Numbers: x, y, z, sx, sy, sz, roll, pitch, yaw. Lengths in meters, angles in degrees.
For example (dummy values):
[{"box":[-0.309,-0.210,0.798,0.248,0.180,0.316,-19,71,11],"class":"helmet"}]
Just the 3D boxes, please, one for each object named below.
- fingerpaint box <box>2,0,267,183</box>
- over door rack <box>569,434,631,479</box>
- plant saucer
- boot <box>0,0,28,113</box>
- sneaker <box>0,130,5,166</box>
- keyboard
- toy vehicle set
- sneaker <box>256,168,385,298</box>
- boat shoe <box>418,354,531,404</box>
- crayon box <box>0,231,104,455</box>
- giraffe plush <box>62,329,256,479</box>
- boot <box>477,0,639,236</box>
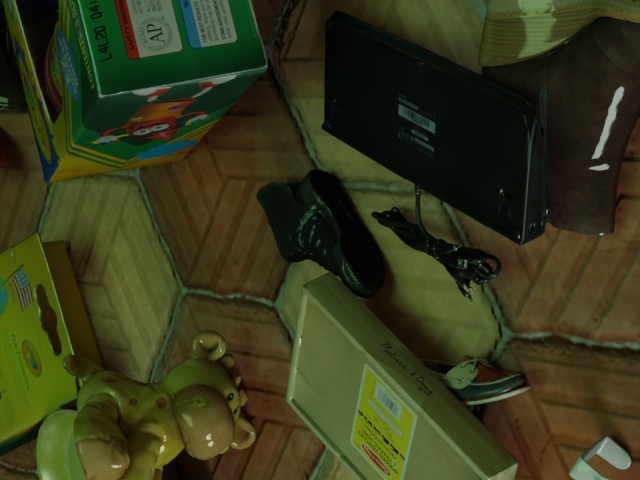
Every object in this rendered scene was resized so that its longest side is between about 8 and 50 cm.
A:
[{"box":[-0.220,-0.312,1.537,0.371,0.163,0.444,151,106,-71],"class":"fingerpaint box"},{"box":[0.336,0.192,1.180,0.324,0.108,0.239,46,125,31],"class":"over door rack"},{"box":[-0.232,0.293,1.795,0.241,0.037,0.240,25,126,38],"class":"plant saucer"},{"box":[-0.404,-0.232,1.893,0.219,0.082,0.106,37,123,38],"class":"boot"},{"box":[-0.452,-0.090,1.978,0.221,0.087,0.128,42,133,48],"class":"sneaker"},{"box":[0.093,-0.072,1.403,0.317,0.033,0.201,36,131,51],"class":"keyboard"},{"box":[0.066,0.172,1.466,0.267,0.035,0.166,45,144,31],"class":"toy vehicle set"},{"box":[-0.002,0.000,1.541,0.089,0.051,0.170,-47,58,39],"class":"sneaker"},{"box":[0.130,0.124,1.425,0.137,0.049,0.043,-10,88,51],"class":"boat shoe"},{"box":[-0.361,0.131,1.902,0.319,0.081,0.202,-28,76,45],"class":"crayon box"},{"box":[-0.155,0.188,1.628,0.181,0.171,0.210,78,174,-50],"class":"giraffe plush"},{"box":[0.235,-0.104,1.277,0.248,0.090,0.206,14,118,42],"class":"boot"}]
